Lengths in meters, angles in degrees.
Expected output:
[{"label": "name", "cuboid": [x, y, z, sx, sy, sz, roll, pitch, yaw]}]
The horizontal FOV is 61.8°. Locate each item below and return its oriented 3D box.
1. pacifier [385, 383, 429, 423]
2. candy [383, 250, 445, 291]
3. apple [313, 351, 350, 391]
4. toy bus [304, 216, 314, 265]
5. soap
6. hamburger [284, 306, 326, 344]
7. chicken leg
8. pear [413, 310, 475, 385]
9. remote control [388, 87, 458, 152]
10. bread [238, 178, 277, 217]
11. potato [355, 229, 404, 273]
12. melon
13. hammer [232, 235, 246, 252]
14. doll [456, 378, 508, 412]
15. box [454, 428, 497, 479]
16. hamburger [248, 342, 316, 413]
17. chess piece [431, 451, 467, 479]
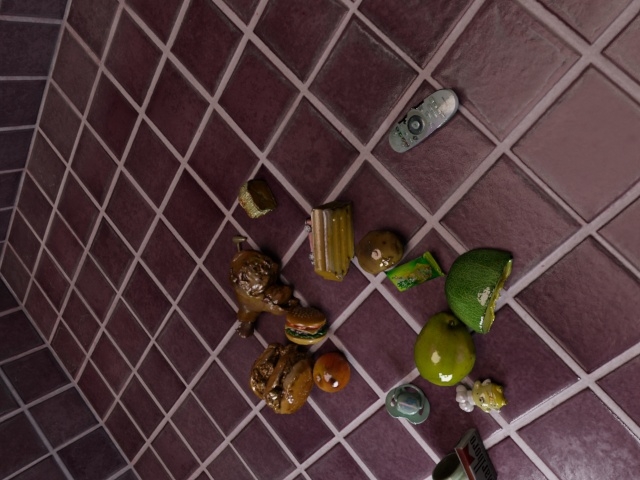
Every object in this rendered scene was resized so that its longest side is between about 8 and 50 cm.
[{"label": "pacifier", "cuboid": [0.293, 0.556, 1.815, 0.150, 0.127, 0.117, 9, 153, 6]}, {"label": "candy", "cuboid": [0.292, 0.102, 1.678, 0.178, 0.032, 0.102, -27, 116, 37]}, {"label": "apple", "cuboid": [0.040, 0.480, 1.941, 0.146, 0.146, 0.147, 12, 111, 33]}, {"label": "toy bus", "cuboid": [0.000, 0.000, 1.855, 0.077, 0.079, 0.174, -3, 103, 27]}, {"label": "soap", "cuboid": [0.043, 0.007, 1.769, 0.080, 0.160, 0.258, 9, 108, 36]}, {"label": "hamburger", "cuboid": [-0.051, 0.308, 1.941, 0.162, 0.162, 0.115, 13, 107, 32]}, {"label": "chicken leg", "cuboid": [-0.231, 0.238, 2.056, 0.295, 0.182, 0.409, 22, 121, 11]}, {"label": "pear", "cuboid": [0.378, 0.326, 1.621, 0.187, 0.187, 0.220, 20, 106, 30]}, {"label": "remote control", "cuboid": [0.295, -0.346, 1.549, 0.256, 0.045, 0.097, -33, 83, 41]}, {"label": "bread", "cuboid": [-0.235, -0.153, 1.941, 0.069, 0.128, 0.140, -32, 85, 34]}, {"label": "potato", "cuboid": [0.181, 0.036, 1.701, 0.176, 0.137, 0.137, -32, 85, 40]}, {"label": "melon", "cuboid": [0.431, 0.145, 1.555, 0.169, 0.129, 0.265, 24, 118, 32]}, {"label": "hammer", "cuboid": [-0.310, 0.076, 2.139, 0.060, 0.028, 0.195, 5, 110, 28]}, {"label": "doll", "cuboid": [0.494, 0.485, 1.655, 0.162, 0.062, 0.106, -21, 87, 40]}, {"label": "box", "cuboid": [0.493, 0.705, 1.691, 0.036, 0.115, 0.178, -24, 89, 44]}, {"label": "hamburger", "cuboid": [-0.140, 0.528, 2.006, 0.211, 0.260, 0.245, 17, 106, 27]}, {"label": "chess piece", "cuboid": [0.495, 0.835, 1.738, 0.272, 0.139, 0.139, 51, 127, 0]}]
